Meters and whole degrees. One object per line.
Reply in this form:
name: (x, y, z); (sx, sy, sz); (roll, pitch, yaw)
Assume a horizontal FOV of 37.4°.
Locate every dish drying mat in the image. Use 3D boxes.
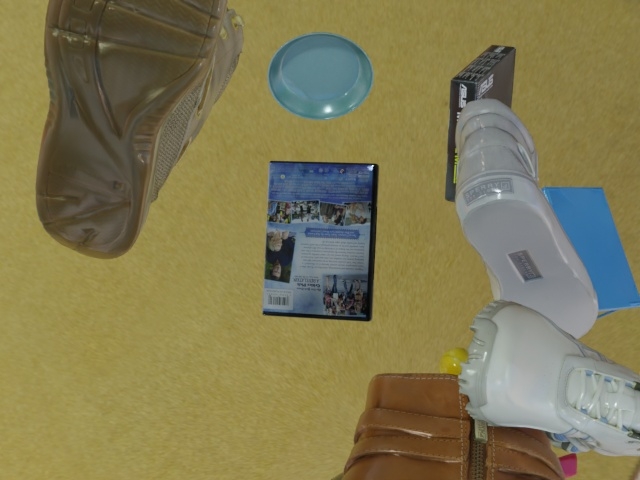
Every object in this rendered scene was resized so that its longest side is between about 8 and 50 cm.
dish drying mat: (0.310, 0.303, 1.249); (0.083, 0.008, 0.032); (-4, 97, -37)

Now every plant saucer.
plant saucer: (0.000, -0.188, 1.064); (0.119, 0.119, 0.021); (-4, 46, 4)

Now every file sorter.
file sorter: (0.330, 0.026, 1.272); (0.118, 0.104, 0.170); (-2, 70, -36)

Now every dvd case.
dvd case: (0.000, 0.000, 1.518); (0.180, 0.022, 0.253); (3, 89, 12)

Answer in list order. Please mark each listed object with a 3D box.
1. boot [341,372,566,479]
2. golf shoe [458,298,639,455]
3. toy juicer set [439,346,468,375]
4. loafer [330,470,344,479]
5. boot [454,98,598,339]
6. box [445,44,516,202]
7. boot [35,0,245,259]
boot: (0.032, 0.163, 0.570); (0.283, 0.109, 0.220); (12, 45, -7)
golf shoe: (0.142, 0.078, 0.506); (0.086, 0.176, 0.069); (6, 77, 41)
toy juicer set: (0.293, 0.252, 1.543); (0.209, 0.329, 0.089); (37, 123, 30)
loafer: (0.070, 0.348, 1.215); (0.130, 0.366, 0.134); (10, 44, -6)
boot: (0.183, -0.013, 0.842); (0.095, 0.258, 0.123); (-11, 52, 18)
box: (0.234, -0.171, 1.375); (0.045, 0.190, 0.184); (14, 120, 23)
boot: (-0.099, -0.139, 0.623); (0.095, 0.262, 0.203); (21, 37, -1)
